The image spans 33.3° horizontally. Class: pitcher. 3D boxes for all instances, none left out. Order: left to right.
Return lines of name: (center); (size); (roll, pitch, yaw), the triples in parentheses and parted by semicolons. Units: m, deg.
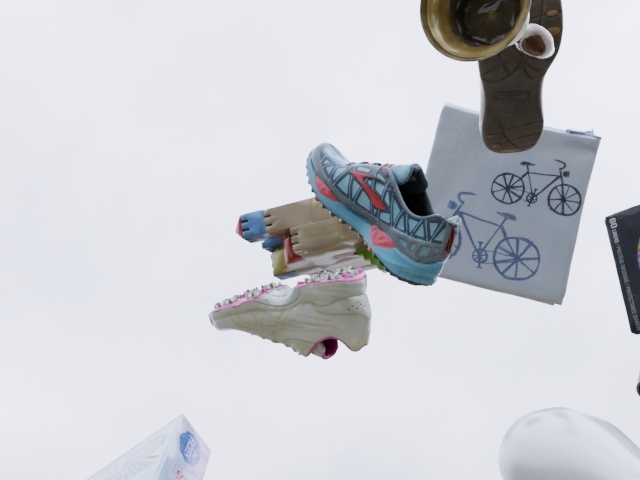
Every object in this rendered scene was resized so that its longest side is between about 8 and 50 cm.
pitcher: (0.306, 0.249, 1.117); (0.178, 0.125, 0.207); (6, 6, -36)

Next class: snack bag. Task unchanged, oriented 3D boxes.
snack bag: (0.339, -0.074, 2.046); (0.323, 0.342, 0.037); (13, 3, 9)

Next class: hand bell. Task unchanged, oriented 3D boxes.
hand bell: (0.222, -0.241, 1.223); (0.126, 0.126, 0.242); (-22, -15, 28)

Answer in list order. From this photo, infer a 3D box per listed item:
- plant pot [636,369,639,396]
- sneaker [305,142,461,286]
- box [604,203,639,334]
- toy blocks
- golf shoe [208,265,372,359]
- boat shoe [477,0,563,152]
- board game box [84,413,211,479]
plant pot: (0.574, 0.118, 1.544); (0.215, 0.230, 0.215); (10, -25, 5)
sneaker: (0.091, -0.062, 1.424); (0.104, 0.262, 0.125); (-3, -48, -53)
box: (0.516, 0.009, 1.326); (0.143, 0.165, 0.270); (-1, -16, -40)
toy blocks: (0.000, 0.000, 2.142); (0.261, 0.191, 0.381); (-14, -16, 17)
golf shoe: (-0.051, 0.132, 1.707); (0.306, 0.140, 0.115); (-13, 6, 37)
boat shoe: (0.284, -0.280, 1.584); (0.123, 0.116, 0.324); (4, -44, 1)
board game box: (-0.279, 0.351, 1.167); (0.318, 0.318, 0.066); (-34, -81, 7)
